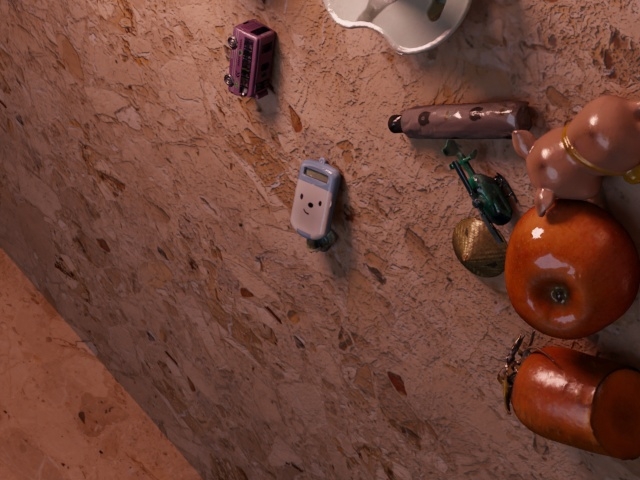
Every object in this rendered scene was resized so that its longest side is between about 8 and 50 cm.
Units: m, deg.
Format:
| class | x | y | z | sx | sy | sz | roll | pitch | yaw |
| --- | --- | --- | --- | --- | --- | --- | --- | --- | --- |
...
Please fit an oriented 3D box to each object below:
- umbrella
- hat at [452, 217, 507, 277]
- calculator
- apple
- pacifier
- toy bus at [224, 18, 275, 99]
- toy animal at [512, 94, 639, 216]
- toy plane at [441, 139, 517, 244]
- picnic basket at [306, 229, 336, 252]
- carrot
| class | x | y | z | sx | sy | sz | roll | pitch | yaw |
| --- | --- | --- | --- | --- | --- | --- | --- | --- | --- |
| umbrella | 0.272 | -0.241 | 1.707 | 0.337 | 0.067 | 0.073 | 7 | 109 | 45 |
| hat | 0.328 | 0.029 | 1.827 | 0.146 | 0.067 | 0.146 | 26 | 132 | 33 |
| calculator | -0.013 | -0.105 | 2.082 | 0.121 | 0.039 | 0.210 | 25 | 112 | 34 |
| apple | 0.468 | 0.058 | 1.591 | 0.252 | 0.206 | 0.271 | 30 | 133 | 26 |
| pacifier | 0.117 | -0.505 | 1.547 | 0.343 | 0.269 | 0.288 | 28 | 108 | 27 |
| toy bus | -0.167 | -0.430 | 2.027 | 0.098 | 0.087 | 0.178 | 30 | 132 | 22 |
| toy animal | 0.477 | -0.159 | 1.485 | 0.248 | 0.149 | 0.165 | -33 | 54 | 37 |
| toy plane | 0.323 | -0.108 | 1.714 | 0.060 | 0.096 | 0.235 | -25 | 100 | 51 |
| picnic basket | 0.000 | 0.000 | 2.147 | 0.083 | 0.083 | 0.065 | 56 | -164 | -56 |
| carrot | 0.499 | 0.316 | 1.733 | 0.331 | 0.193 | 0.214 | 12 | 160 | 46 |
